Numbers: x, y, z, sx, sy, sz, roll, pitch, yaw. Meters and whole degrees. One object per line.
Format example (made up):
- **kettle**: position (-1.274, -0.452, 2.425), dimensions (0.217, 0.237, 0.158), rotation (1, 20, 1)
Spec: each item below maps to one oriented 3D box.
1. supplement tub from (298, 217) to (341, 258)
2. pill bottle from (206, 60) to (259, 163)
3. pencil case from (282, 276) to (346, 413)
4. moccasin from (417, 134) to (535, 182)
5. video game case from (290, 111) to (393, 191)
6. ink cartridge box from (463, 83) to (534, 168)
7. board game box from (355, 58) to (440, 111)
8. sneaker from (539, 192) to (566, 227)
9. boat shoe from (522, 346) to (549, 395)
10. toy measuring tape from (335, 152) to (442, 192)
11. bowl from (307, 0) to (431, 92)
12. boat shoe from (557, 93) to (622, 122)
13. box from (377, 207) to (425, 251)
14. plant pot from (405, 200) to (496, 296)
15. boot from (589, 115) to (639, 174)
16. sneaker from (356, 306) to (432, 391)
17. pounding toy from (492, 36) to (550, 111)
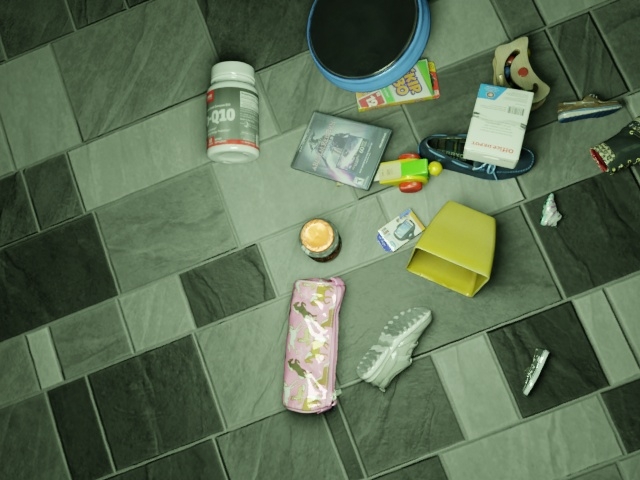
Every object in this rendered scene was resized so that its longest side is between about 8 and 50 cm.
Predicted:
- **supplement tub**: position (0.000, 0.000, 1.707), dimensions (0.117, 0.190, 0.116), rotation (-1, 82, 6)
- **pill bottle**: position (-0.271, -0.392, 1.807), dimensions (0.161, 0.161, 0.283), rotation (-3, 81, 5)
- **pencil case**: position (-0.016, 0.294, 1.683), dimensions (0.167, 0.160, 0.385), rotation (4, 81, -2)
- **moccasin**: position (0.462, -0.246, 1.732), dimensions (0.342, 0.117, 0.137), rotation (3, 82, 6)
- **video game case**: position (0.061, -0.276, 1.786), dimensions (0.274, 0.026, 0.196), rotation (20, 84, 25)
- **ink cartridge box**: position (0.495, -0.319, 1.637), dimensions (0.148, 0.086, 0.203), rotation (15, 82, 12)
- **board game box**: position (0.238, -0.488, 1.836), dimensions (0.260, 0.039, 0.124), rotation (-9, 82, 2)
- **sneaker**: position (0.694, -0.086, 1.728), dimensions (0.069, 0.038, 0.098), rotation (16, 93, 6)
- **boat shoe**: position (0.605, 0.371, 1.667), dimensions (0.040, 0.049, 0.142), rotation (25, 83, 28)
- **toy measuring tape**: position (0.212, -0.194, 1.777), dimensions (0.330, 0.121, 0.121), rotation (-7, 80, 28)
- **bowl**: position (0.136, -0.654, 1.786), dimensions (0.392, 0.077, 0.390), rotation (-1, 87, 24)
- **boat shoe**: position (0.802, -0.402, 1.747), dimensions (0.183, 0.066, 0.066), rotation (-8, 80, 5)
- **box**: position (0.238, -0.027, 1.769), dimensions (0.136, 0.028, 0.081), rotation (-36, 80, -2)
- **plant pot**: position (0.387, 0.015, 1.669), dimensions (0.212, 0.212, 0.187), rotation (24, 71, 9)
- **boot**: position (0.923, -0.226, 1.701), dimensions (0.179, 0.085, 0.236), rotation (-30, 74, 3)
- **sneaker**: position (0.229, 0.312, 1.703), dimensions (0.281, 0.105, 0.115), rotation (-46, 114, -6)
- **pounding toy**: position (0.597, -0.477, 1.733), dimensions (0.154, 0.155, 0.269), rotation (-1, 82, 10)
